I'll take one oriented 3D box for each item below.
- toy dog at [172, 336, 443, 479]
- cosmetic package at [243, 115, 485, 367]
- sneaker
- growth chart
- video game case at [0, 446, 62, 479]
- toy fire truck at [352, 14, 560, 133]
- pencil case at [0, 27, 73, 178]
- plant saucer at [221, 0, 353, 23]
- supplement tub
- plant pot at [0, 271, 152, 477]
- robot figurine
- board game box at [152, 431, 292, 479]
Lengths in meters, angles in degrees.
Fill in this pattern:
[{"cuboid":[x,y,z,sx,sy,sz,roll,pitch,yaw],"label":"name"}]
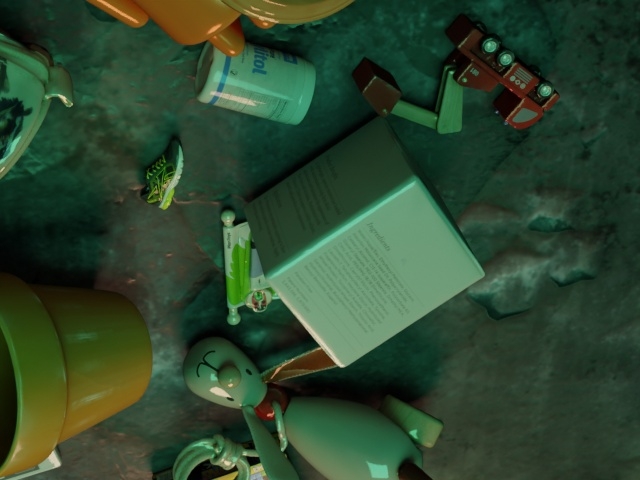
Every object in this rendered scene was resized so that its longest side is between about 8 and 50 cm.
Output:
[{"cuboid":[0.006,0.226,1.389,0.334,0.161,0.220,9,89,-22],"label":"toy dog"},{"cuboid":[0.043,-0.001,1.257,0.184,0.151,0.151,-33,122,8],"label":"cosmetic package"},{"cuboid":[-0.166,-0.070,1.260,0.035,0.031,0.083,10,118,-18],"label":"sneaker"},{"cuboid":[0.000,0.000,1.350,0.237,0.021,0.172,-11,122,-7],"label":"growth chart"},{"cuboid":[-0.417,0.223,1.388,0.190,0.022,0.173,-17,123,-3],"label":"video game case"},{"cuboid":[0.144,-0.160,1.267,0.192,0.047,0.135,32,110,-29],"label":"toy fire truck"},{"cuboid":[-0.420,-0.203,1.038,0.410,0.160,0.183,36,132,-28],"label":"pencil case"},{"cuboid":[-0.020,-0.281,1.028,0.200,0.037,0.200,-7,115,-16],"label":"plant saucer"},{"cuboid":[-0.066,-0.160,1.204,0.107,0.071,0.071,12,118,-20],"label":"supplement tub"},{"cuboid":[-0.286,0.127,1.251,0.188,0.205,0.205,-9,129,-45],"label":"plant pot"},{"cuboid":[-0.133,-0.264,1.089,0.158,0.128,0.219,-9,137,45],"label":"robot figurine"},{"cuboid":[-0.108,0.329,1.512,0.170,0.048,0.141,-19,122,-1],"label":"board game box"}]
